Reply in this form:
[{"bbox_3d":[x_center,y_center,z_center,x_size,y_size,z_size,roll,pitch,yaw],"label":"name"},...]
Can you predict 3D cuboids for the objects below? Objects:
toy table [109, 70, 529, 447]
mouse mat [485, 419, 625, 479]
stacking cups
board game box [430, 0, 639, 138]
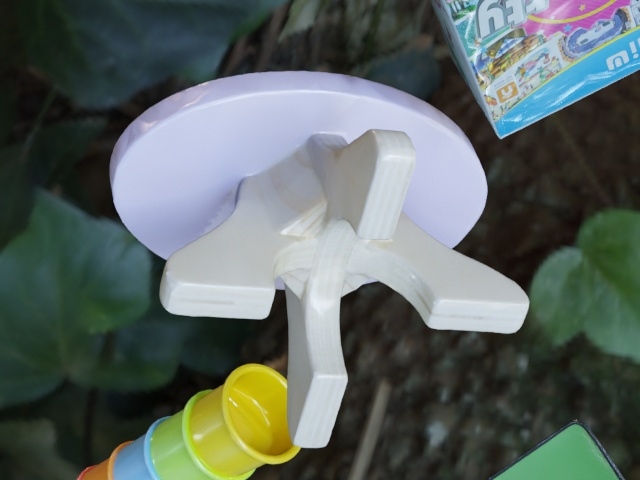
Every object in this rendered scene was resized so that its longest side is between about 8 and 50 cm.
[{"bbox_3d":[0.000,0.000,1.271,0.274,0.161,0.252,-6,128,-11],"label":"toy table"},{"bbox_3d":[0.212,0.259,1.621,0.190,0.007,0.152,-43,76,42],"label":"mouse mat"},{"bbox_3d":[-0.144,0.213,1.729,0.096,0.096,0.316,42,135,-15],"label":"stacking cups"},{"bbox_3d":[0.156,-0.236,1.153,0.224,0.097,0.303,-27,138,2],"label":"board game box"}]
